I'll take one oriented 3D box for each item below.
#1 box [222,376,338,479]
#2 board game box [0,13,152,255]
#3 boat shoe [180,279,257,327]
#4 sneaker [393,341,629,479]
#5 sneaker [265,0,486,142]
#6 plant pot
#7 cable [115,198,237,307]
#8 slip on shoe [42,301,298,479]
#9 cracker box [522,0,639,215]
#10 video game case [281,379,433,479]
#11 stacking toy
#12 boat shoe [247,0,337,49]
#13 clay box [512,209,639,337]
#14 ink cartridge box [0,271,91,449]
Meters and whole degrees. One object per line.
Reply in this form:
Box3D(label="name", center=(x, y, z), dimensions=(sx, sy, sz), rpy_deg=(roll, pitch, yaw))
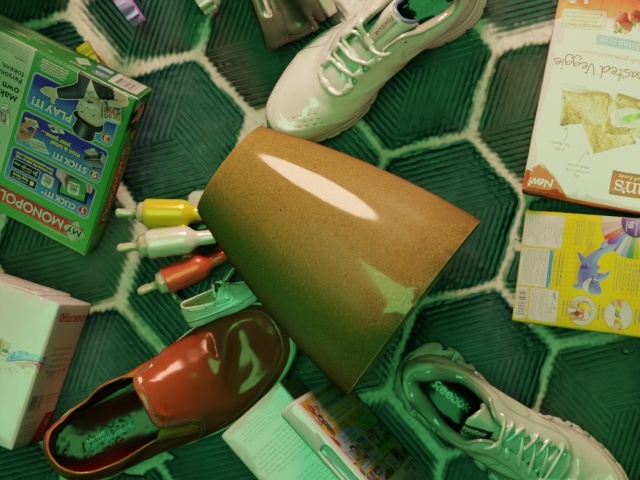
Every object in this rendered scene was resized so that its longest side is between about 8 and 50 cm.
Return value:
Box3D(label="box", center=(-0.012, 0.246, 1.655), dimensions=(0.091, 0.130, 0.170), rpy_deg=(-43, 84, 4))
Box3D(label="board game box", center=(-0.370, -0.146, 1.718), dimensions=(0.317, 0.046, 0.213), rpy_deg=(27, 118, 7))
Box3D(label="boat shoe", center=(-0.112, 0.063, 1.696), dimensions=(0.100, 0.035, 0.035), rpy_deg=(-23, 120, 2))
Box3D(label="sneaker", center=(0.206, 0.219, 1.636), dimensions=(0.292, 0.118, 0.110), rpy_deg=(31, 90, 6))
Box3D(label="sneaker", center=(0.053, -0.220, 1.668), dimensions=(0.297, 0.129, 0.111), rpy_deg=(-41, 85, 5))
Box3D(label="plant pot", center=(0.000, 0.000, 1.605), dimensions=(0.254, 0.237, 0.237), rpy_deg=(36, 92, 5))
Box3D(label="cable", center=(-0.086, -0.007, 1.705), dimensions=(0.287, 0.072, 0.139), rpy_deg=(-16, 91, 6))
Box3D(label="slip on shoe", center=(-0.171, 0.178, 1.694), dimensions=(0.331, 0.101, 0.123), rpy_deg=(-29, 83, 4))
Box3D(label="cracker box", center=(0.322, -0.151, 1.661), dimensions=(0.156, 0.067, 0.232), rpy_deg=(11, 89, 8))
Box3D(label="video game case", center=(0.057, 0.240, 1.598), dimensions=(0.026, 0.227, 0.206), rpy_deg=(-43, 83, 11))
Box3D(label="stacking toy", center=(-0.237, -0.286, 1.678), dimensions=(0.167, 0.221, 0.052), rpy_deg=(-35, 50, 4))
Box3D(label="boat shoe", center=(-0.109, -0.371, 1.705), dimensions=(0.095, 0.112, 0.335), rpy_deg=(-35, 87, 0))
Box3D(label="clay box", center=(0.321, 0.039, 1.612), dimensions=(0.222, 0.053, 0.127), rpy_deg=(6, 88, 36))
Box3D(label="ink cartridge box", center=(-0.362, 0.132, 1.706), dimensions=(0.127, 0.128, 0.176), rpy_deg=(20, 89, 8))
